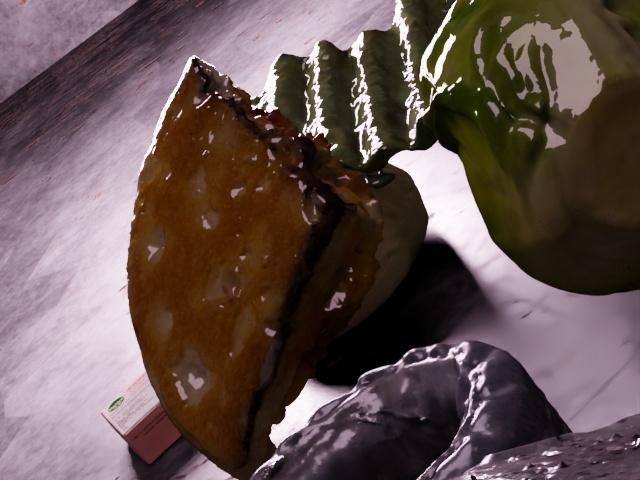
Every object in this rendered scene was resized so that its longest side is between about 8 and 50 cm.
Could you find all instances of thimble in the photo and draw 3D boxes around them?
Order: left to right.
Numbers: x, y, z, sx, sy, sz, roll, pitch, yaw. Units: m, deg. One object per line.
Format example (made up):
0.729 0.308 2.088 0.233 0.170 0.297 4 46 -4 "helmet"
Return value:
0.070 0.194 1.122 0.236 0.172 0.205 -39 19 -8 "thimble"

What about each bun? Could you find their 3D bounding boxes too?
0.000 0.000 1.681 0.210 0.116 0.237 -40 24 -1 "bun"

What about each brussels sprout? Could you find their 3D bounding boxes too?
0.203 -0.092 1.344 0.227 0.259 0.294 -38 19 4 "brussels sprout"

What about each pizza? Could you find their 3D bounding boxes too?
-0.063 0.008 1.551 0.277 0.114 0.409 -30 60 30 "pizza"

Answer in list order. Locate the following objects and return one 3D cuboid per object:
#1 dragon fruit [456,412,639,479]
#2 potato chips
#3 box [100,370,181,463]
0.210 0.190 0.889 0.221 0.204 0.283 -16 0 -18 "dragon fruit"
0.124 -0.165 1.687 0.373 0.097 0.389 -24 22 -17 "potato chips"
-0.146 0.151 1.713 0.125 0.043 0.089 -42 22 -8 "box"
